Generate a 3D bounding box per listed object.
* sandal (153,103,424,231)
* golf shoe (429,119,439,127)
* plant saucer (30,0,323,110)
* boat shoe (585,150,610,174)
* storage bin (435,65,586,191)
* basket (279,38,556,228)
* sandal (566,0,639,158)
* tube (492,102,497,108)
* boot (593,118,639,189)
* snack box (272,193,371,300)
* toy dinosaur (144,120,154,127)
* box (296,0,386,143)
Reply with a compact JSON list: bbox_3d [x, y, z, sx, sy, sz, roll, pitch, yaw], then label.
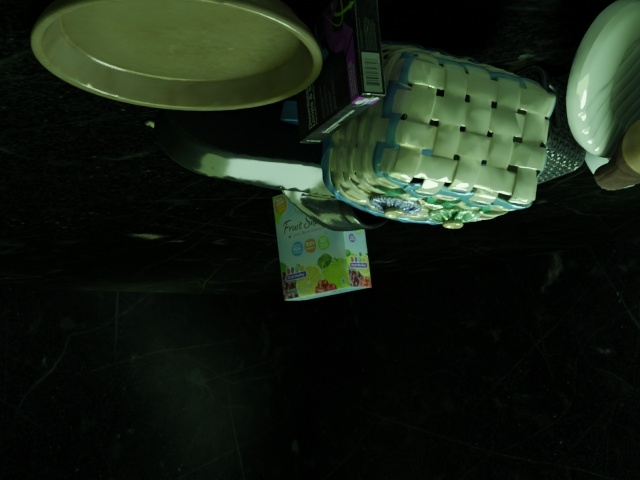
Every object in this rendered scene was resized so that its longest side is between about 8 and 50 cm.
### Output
[{"bbox_3d":[-0.010,-0.090,1.162,0.446,0.167,0.107,12,128,-27],"label":"sandal"},{"bbox_3d":[0.189,-0.160,1.324,0.086,0.069,0.176,12,-178,43],"label":"golf shoe"},{"bbox_3d":[-0.136,-0.190,0.861,0.278,0.041,0.278,1,168,0],"label":"plant saucer"},{"bbox_3d":[0.523,-0.160,1.386,0.335,0.121,0.119,-12,170,-47],"label":"boat shoe"},{"bbox_3d":[0.249,-0.136,1.178,0.084,0.122,0.180,18,152,-38],"label":"storage bin"},{"bbox_3d":[0.105,-0.122,1.017,0.255,0.201,0.289,10,-173,-18],"label":"basket"},{"bbox_3d":[0.363,-0.182,1.085,0.102,0.169,0.416,36,-169,31],"label":"sandal"},{"bbox_3d":[0.278,-0.173,1.306,0.080,0.052,0.207,-20,157,30],"label":"tube"},{"bbox_3d":[0.434,-0.135,0.970,0.249,0.090,0.207,-23,173,-1],"label":"boot"},{"bbox_3d":[0.000,0.000,1.671,0.175,0.207,0.070,-15,167,41],"label":"snack box"},{"bbox_3d":[-0.099,-0.138,1.235,0.268,0.064,0.118,8,171,-43],"label":"toy dinosaur"},{"bbox_3d":[0.015,-0.175,0.895,0.029,0.116,0.162,-1,169,-22],"label":"box"}]
